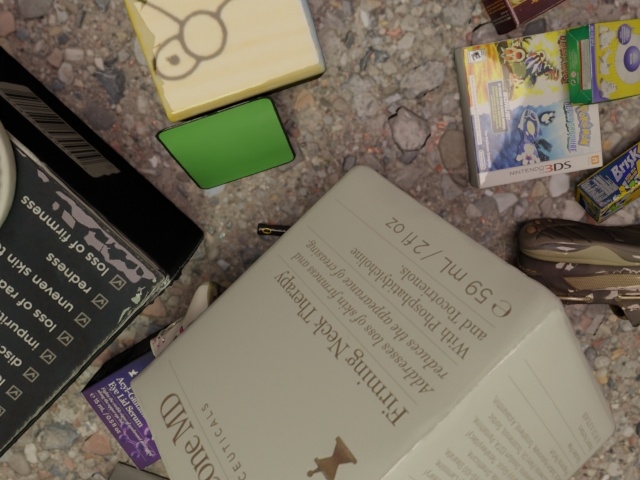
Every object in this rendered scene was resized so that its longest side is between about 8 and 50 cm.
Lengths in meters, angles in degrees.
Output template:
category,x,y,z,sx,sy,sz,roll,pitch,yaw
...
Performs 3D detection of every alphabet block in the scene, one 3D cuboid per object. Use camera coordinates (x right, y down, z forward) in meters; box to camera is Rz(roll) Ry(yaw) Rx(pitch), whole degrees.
category,x,y,z,sx,sy,sz,roll,pitch,yaw
alphabet block,-0.115,-0.270,0.752,0.197,0.193,0.192,-17,101,2

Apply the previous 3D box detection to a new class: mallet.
category,x,y,z,sx,sy,sz,roll,pitch,yaw
mallet,0.000,0.000,0.900,0.190,0.039,0.062,-2,105,3

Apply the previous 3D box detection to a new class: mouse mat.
category,x,y,z,sx,sy,sz,roll,pitch,yaw
mouse mat,-0.119,-0.125,0.799,0.153,0.189,0.007,-18,71,2

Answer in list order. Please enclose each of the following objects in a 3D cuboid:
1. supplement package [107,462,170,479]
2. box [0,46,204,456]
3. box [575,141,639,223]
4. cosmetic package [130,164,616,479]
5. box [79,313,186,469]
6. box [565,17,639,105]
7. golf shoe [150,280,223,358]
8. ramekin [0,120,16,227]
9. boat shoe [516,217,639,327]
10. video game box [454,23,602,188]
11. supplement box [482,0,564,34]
category,x,y,z,sx,sy,sz,roll,pitch,yaw
supplement package,-0.285,0.504,0.940,0.194,0.149,0.203,23,101,-7
box,-0.493,0.021,0.750,0.480,0.297,0.472,44,95,-10
box,0.462,-0.101,0.868,0.169,0.059,0.054,-35,62,6
cosmetic package,0.064,0.196,0.710,0.394,0.329,0.327,-44,133,-3
box,-0.220,0.216,0.900,0.207,0.108,0.153,-32,101,5
box,0.421,-0.251,0.824,0.179,0.043,0.105,-16,105,-26
golf shoe,-0.185,0.137,0.794,0.086,0.067,0.186,19,100,-3
ramekin,-0.402,-0.062,0.535,0.207,0.109,0.207,0,102,-2
boat shoe,0.466,0.052,0.890,0.355,0.132,0.130,8,112,5
video game box,0.302,-0.190,0.859,0.187,0.048,0.205,-11,103,-2
supplement box,0.253,-0.389,0.794,0.104,0.081,0.188,-30,102,4
